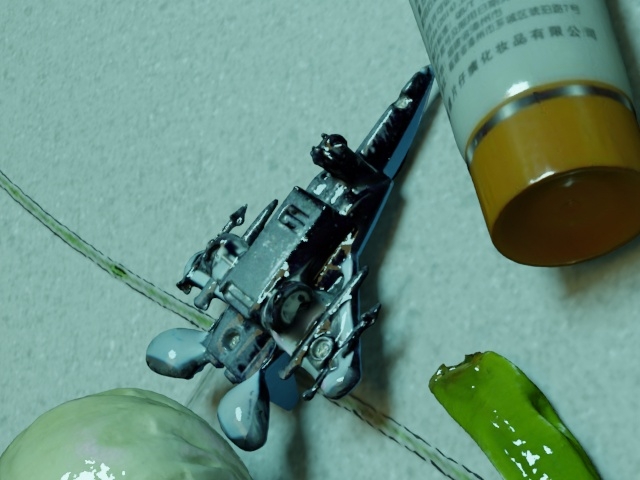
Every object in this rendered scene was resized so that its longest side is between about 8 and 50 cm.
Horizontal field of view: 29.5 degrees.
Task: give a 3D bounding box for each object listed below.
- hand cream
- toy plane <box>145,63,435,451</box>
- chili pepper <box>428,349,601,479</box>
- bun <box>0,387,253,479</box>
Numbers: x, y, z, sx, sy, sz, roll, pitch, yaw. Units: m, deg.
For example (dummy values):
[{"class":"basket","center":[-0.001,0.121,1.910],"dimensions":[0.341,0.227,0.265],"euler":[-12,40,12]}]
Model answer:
[{"class":"hand cream","center":[0.096,-0.134,0.677],"dimensions":[0.140,0.089,0.314],"euler":[-28,54,30]},{"class":"toy plane","center":[-0.005,-0.003,0.720],"dimensions":[0.169,0.078,0.246],"euler":[35,99,44]},{"class":"chili pepper","center":[0.112,0.124,0.597],"dimensions":[0.052,0.050,0.201],"euler":[-20,52,-8]},{"class":"bun","center":[-0.091,0.167,0.686],"dimensions":[0.128,0.193,0.178],"euler":[-36,75,-4]}]
